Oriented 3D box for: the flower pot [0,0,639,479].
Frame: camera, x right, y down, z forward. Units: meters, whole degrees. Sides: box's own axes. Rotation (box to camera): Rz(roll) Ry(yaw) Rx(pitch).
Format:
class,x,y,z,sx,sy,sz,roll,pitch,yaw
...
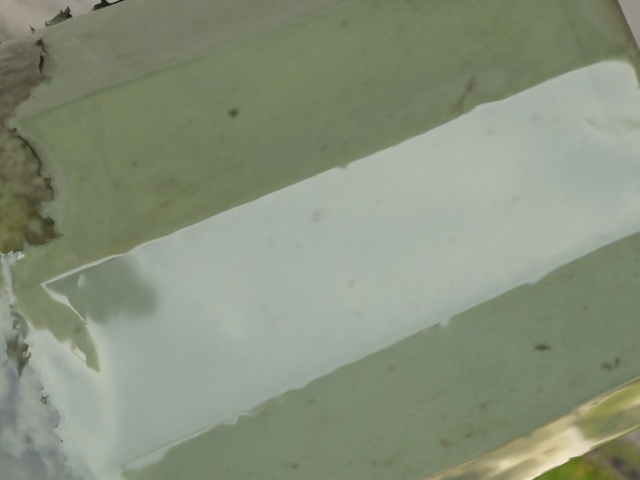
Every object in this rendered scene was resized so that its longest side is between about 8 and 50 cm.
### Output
class,x,y,z,sx,sy,sz,roll,pitch,yaw
flower pot,0.000,0.000,0.523,0.290,0.259,0.290,60,-167,-23
